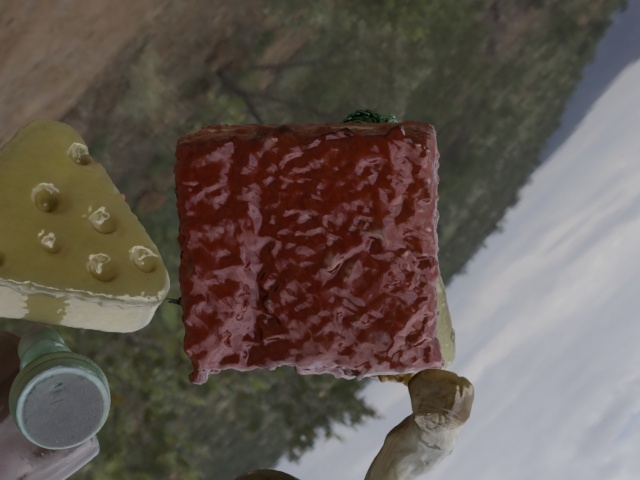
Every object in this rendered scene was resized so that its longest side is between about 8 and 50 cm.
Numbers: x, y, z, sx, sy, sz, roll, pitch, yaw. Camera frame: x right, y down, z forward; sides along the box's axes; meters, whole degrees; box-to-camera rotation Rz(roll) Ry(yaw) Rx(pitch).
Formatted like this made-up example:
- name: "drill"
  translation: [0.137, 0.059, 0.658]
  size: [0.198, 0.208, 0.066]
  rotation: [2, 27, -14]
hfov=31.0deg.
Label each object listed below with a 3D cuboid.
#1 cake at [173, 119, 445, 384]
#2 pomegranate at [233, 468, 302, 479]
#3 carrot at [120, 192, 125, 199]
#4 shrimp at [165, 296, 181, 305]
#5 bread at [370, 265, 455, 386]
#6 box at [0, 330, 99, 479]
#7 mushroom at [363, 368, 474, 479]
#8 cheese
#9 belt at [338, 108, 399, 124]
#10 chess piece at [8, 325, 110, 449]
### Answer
- name: "cake"
  translation: [0.000, 0.000, 1.274]
  size: [0.269, 0.270, 0.319]
  rotation: [0, -171, 5]
- name: "pomegranate"
  translation: [-0.094, 0.473, 1.796]
  size: [0.248, 0.202, 0.202]
  rotation: [-43, 177, 0]
- name: "carrot"
  translation: [-0.392, -0.085, 2.100]
  size: [0.032, 0.093, 0.032]
  rotation: [-20, 119, -42]
- name: "shrimp"
  translation: [-0.162, 0.107, 1.814]
  size: [0.233, 0.079, 0.090]
  rotation: [4, -119, 36]
- name: "bread"
  translation: [0.065, 0.086, 1.704]
  size: [0.246, 0.239, 0.111]
  rotation: [11, -145, 45]
- name: "box"
  translation: [-0.573, 0.333, 2.056]
  size: [0.216, 0.301, 0.301]
  rotation: [-37, 173, -33]
- name: "mushroom"
  translation: [0.080, 0.196, 1.061]
  size: [0.054, 0.059, 0.202]
  rotation: [5, 133, -25]
- name: "cheese"
  translation: [-0.396, 0.011, 1.783]
  size: [0.384, 0.384, 0.104]
  rotation: [-41, 172, -48]
- name: "belt"
  translation: [0.067, -0.115, 1.662]
  size: [0.079, 0.121, 0.151]
  rotation: [8, 105, -59]
- name: "chess piece"
  translation: [-0.402, 0.191, 1.701]
  size: [0.139, 0.139, 0.272]
  rotation: [-44, -152, -4]
